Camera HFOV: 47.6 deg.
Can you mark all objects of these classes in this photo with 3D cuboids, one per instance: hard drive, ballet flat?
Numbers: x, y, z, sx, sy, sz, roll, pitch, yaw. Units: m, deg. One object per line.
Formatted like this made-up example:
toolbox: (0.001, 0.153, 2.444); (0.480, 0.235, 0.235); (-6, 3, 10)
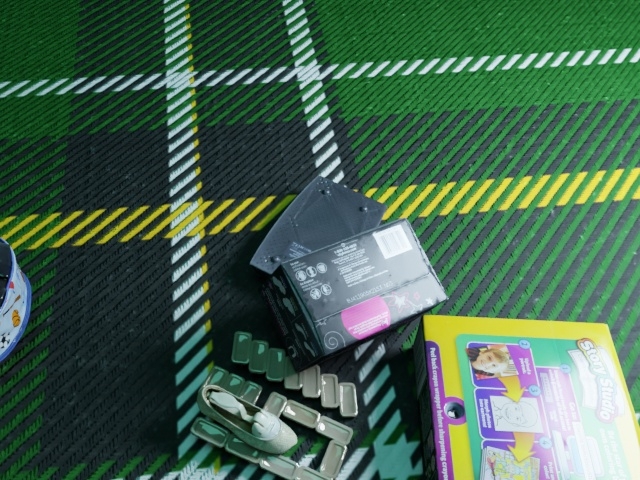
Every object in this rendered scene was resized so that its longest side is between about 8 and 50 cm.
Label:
hard drive: (0.000, 0.000, 1.357); (0.172, 0.054, 0.255); (25, 55, 15)
ballet flat: (-0.112, 0.269, 1.094); (0.168, 0.052, 0.057); (24, 53, 5)

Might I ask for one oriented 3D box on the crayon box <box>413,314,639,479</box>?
crayon box: (0.314, 0.291, 1.104); (0.313, 0.106, 0.363); (4, 47, -2)

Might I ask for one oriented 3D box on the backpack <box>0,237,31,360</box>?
backpack: (-0.597, 0.105, 1.136); (0.263, 0.213, 0.277); (-3, 57, 4)

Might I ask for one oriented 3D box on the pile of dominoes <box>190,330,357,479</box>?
pile of dominoes: (-0.069, 0.274, 1.159); (0.251, 0.040, 0.196); (24, 53, 5)

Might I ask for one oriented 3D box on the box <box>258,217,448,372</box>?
box: (0.050, 0.088, 1.193); (0.247, 0.142, 0.163); (-20, 77, -28)
